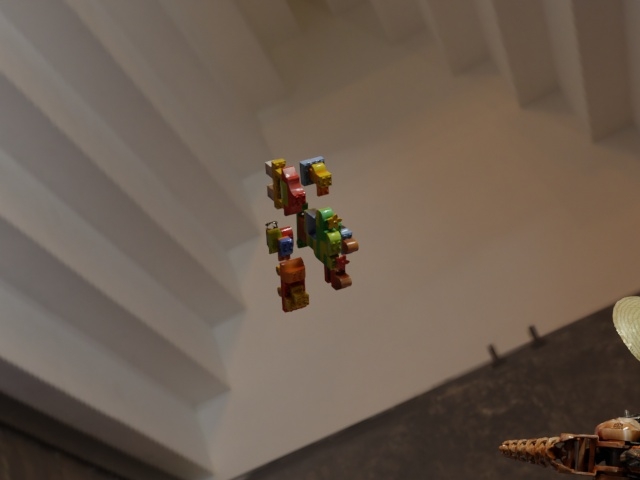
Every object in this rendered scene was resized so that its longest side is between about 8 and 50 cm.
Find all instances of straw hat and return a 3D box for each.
[{"bbox_3d":[0.380,0.090,1.096,0.144,0.061,0.144,22,35,-17],"label":"straw hat"}]

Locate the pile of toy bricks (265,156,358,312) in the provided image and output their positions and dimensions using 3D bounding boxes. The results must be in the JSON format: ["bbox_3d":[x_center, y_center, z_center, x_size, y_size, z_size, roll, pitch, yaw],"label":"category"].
[{"bbox_3d":[0.000,0.000,1.316,0.105,0.118,0.212,39,-41,54],"label":"pile of toy bricks"}]

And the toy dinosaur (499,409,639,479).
[{"bbox_3d":[0.392,0.266,1.304,0.322,0.164,0.218,25,-1,32],"label":"toy dinosaur"}]
